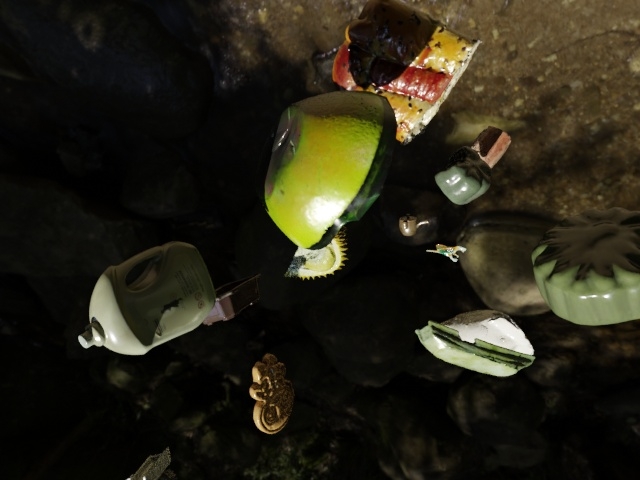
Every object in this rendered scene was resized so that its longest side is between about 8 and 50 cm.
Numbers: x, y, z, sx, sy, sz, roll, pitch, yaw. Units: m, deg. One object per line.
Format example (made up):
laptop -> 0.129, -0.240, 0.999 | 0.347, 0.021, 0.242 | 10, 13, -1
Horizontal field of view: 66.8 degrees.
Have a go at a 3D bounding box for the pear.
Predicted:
pear -> -0.023, -0.182, 1.089 | 0.165, 0.398, 0.399 | 20, 142, -27

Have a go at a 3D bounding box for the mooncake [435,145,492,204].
mooncake -> 0.416, -0.195, 1.415 | 0.169, 0.175, 0.104 | 16, 146, -21

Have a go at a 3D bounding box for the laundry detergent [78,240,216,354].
laundry detergent -> -0.320, 0.115, 0.890 | 0.091, 0.253, 0.181 | 1, 113, 39

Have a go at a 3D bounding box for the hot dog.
hot dog -> 0.223, -0.533, 1.480 | 0.366, 0.196, 0.367 | 38, 122, 10

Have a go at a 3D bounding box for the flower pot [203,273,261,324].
flower pot -> -0.285, 0.186, 1.503 | 0.179, 0.251, 0.084 | -19, 94, 25

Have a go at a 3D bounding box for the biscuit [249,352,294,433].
biscuit -> -0.165, 0.536, 1.695 | 0.044, 0.202, 0.288 | 4, 109, 34

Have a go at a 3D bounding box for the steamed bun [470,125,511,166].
steamed bun -> 0.555, -0.305, 1.626 | 0.106, 0.144, 0.175 | 39, -174, 12

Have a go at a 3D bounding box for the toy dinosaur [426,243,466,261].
toy dinosaur -> 0.510, 0.038, 1.990 | 0.188, 0.044, 0.106 | 18, 166, 34

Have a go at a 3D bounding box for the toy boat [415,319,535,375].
toy boat -> 0.352, 0.250, 1.079 | 0.293, 0.055, 0.093 | 19, 143, -15

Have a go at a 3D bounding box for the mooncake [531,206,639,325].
mooncake -> 0.765, 0.061, 1.337 | 0.352, 0.351, 0.187 | -16, 127, 29

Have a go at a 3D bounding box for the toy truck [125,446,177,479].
toy truck -> -0.405, 0.626, 1.133 | 0.111, 0.136, 0.285 | 6, 105, 11

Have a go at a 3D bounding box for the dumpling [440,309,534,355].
dumpling -> 0.626, 0.381, 1.837 | 0.341, 0.181, 0.260 | -32, 108, 32

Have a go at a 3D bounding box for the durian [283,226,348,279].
durian -> 0.000, 0.000, 1.465 | 0.167, 0.172, 0.306 | 1, 151, -26

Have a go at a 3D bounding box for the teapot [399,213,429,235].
teapot -> 0.344, -0.056, 1.789 | 0.111, 0.085, 0.080 | 3, 109, 25
